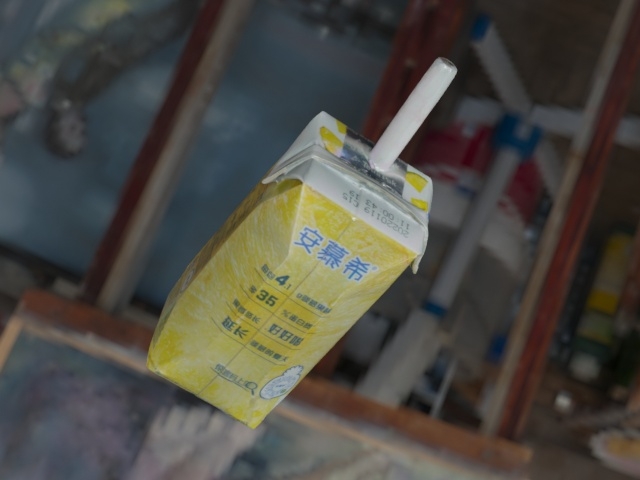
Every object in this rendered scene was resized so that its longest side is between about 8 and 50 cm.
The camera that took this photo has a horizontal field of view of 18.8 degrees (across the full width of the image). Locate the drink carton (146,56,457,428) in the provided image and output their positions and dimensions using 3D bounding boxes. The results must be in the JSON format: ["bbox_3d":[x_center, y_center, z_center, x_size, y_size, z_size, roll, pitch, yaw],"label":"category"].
[{"bbox_3d":[0.000,0.000,0.903,0.084,0.074,0.200,32,127,-12],"label":"drink carton"}]
